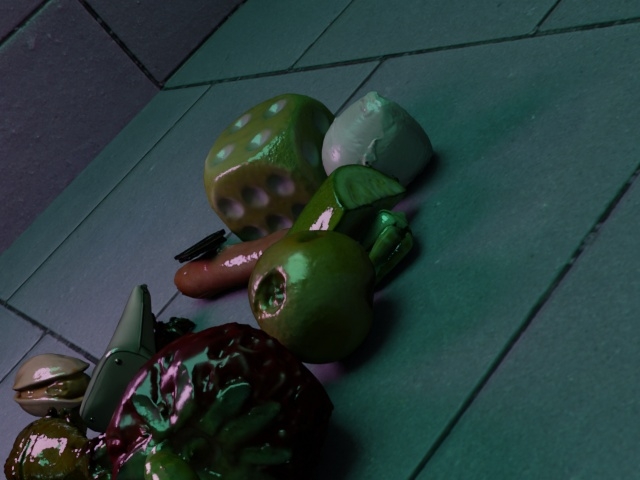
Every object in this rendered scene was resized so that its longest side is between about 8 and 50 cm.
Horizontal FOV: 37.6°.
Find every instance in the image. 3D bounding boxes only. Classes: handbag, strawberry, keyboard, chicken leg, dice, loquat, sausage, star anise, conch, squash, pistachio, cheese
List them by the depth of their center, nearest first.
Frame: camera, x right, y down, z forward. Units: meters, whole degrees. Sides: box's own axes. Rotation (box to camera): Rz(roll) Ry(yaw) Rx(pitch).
[{"bbox_3d":[-0.138,0.249,1.338,0.345,0.295,0.318,-94,19,-79],"label":"strawberry"},{"bbox_3d":[-0.003,0.086,1.460,0.213,0.213,0.213,-32,27,19],"label":"loquat"},{"bbox_3d":[0.099,0.025,1.566,0.170,0.079,0.106,-59,17,-4],"label":"conch"},{"bbox_3d":[-0.451,0.399,1.613,0.361,0.140,0.212,1,74,58],"label":"chicken leg"},{"bbox_3d":[0.000,0.000,1.660,0.203,0.111,0.289,-20,-31,-50],"label":"squash"},{"bbox_3d":[0.094,-0.165,1.730,0.189,0.198,0.154,-48,46,5],"label":"cheese"},{"bbox_3d":[-0.140,0.044,1.839,0.419,0.094,0.094,-17,-4,43],"label":"sausage"},{"bbox_3d":[-0.403,0.219,1.858,0.241,0.109,0.315,-60,24,17],"label":"handbag"},{"bbox_3d":[-0.078,-0.137,1.889,0.238,0.227,0.233,-22,33,32],"label":"dice"},{"bbox_3d":[-0.330,0.185,1.920,0.190,0.070,0.097,-2,48,57],"label":"star anise"},{"bbox_3d":[-0.252,0.015,1.987,0.106,0.027,0.317,-32,4,-11],"label":"keyboard"},{"bbox_3d":[-0.565,0.304,1.990,0.215,0.144,0.144,-7,41,35],"label":"pistachio"}]

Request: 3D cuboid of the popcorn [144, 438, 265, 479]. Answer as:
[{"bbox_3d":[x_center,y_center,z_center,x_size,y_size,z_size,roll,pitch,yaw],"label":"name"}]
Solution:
[{"bbox_3d":[-0.083,0.397,0.982,0.274,0.279,0.336,-44,39,42],"label":"popcorn"}]
